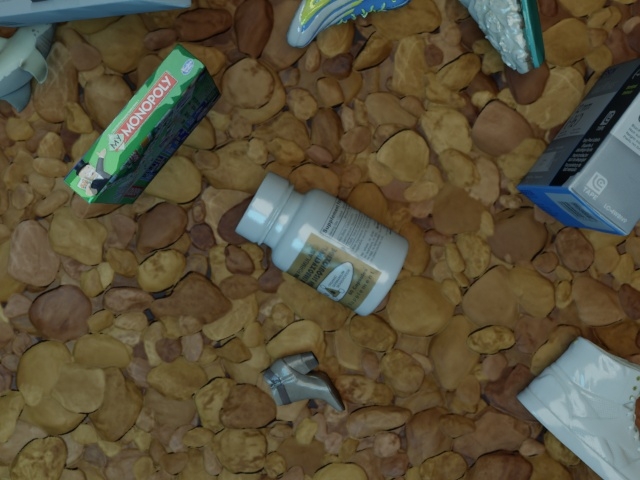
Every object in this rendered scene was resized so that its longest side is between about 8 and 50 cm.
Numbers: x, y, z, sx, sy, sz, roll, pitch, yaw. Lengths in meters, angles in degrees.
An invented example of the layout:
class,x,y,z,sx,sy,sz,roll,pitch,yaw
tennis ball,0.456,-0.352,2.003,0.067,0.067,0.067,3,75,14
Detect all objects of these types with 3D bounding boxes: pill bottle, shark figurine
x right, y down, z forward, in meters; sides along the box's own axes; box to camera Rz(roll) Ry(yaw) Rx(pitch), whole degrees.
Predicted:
class,x,y,z,sx,sy,sz,roll,pitch,yaw
pill bottle,0.000,0.000,1.423,0.229,0.131,0.131,30,91,-5
shark figurine,-0.474,-0.216,1.400,0.278,0.116,0.166,-29,61,-10

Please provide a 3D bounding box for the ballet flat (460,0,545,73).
class,x,y,z,sx,sy,sz,roll,pitch,yaw
ballet flat,0.239,-0.437,1.433,0.147,0.147,0.409,-7,91,-3

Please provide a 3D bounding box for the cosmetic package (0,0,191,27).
class,x,y,z,sx,sy,sz,roll,pitch,yaw
cosmetic package,-0.320,-0.420,1.212,0.377,0.097,0.284,5,98,40

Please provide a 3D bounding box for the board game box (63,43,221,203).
class,x,y,z,sx,sy,sz,roll,pitch,yaw
board game box,-0.223,-0.142,1.306,0.046,0.317,0.213,40,90,-3

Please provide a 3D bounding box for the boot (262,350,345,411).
class,x,y,z,sx,sy,sz,roll,pitch,yaw
boot,-0.028,0.224,1.483,0.087,0.042,0.118,-31,94,5

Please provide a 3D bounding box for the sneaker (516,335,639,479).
class,x,y,z,sx,sy,sz,roll,pitch,yaw
sneaker,0.459,0.275,1.482,0.292,0.108,0.169,42,93,-4

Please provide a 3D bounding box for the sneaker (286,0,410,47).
class,x,y,z,sx,sy,sz,roll,pitch,yaw
sneaker,0.059,-0.355,1.427,0.126,0.091,0.240,37,89,-6

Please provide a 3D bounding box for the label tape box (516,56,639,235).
class,x,y,z,sx,sy,sz,roll,pitch,yaw
label tape box,0.448,-0.179,1.383,0.115,0.249,0.347,35,91,-5
